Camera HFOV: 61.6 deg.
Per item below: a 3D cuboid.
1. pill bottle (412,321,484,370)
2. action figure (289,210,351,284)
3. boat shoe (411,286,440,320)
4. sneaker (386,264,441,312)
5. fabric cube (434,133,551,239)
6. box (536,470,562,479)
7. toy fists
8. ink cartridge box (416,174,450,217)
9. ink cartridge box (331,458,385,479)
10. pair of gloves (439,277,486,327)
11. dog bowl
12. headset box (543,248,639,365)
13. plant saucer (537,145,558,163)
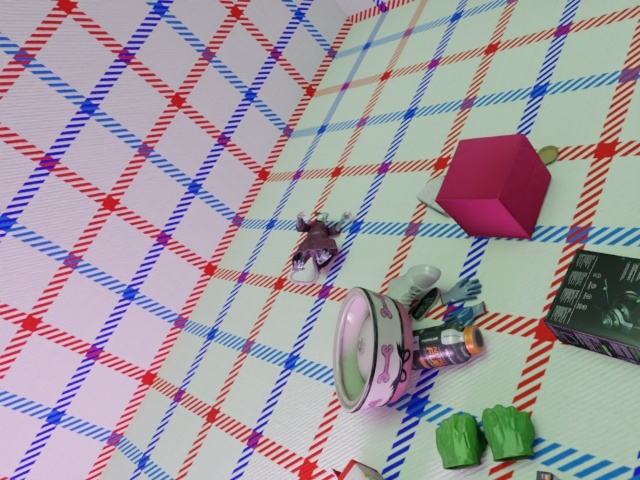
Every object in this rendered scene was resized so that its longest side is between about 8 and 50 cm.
[{"bbox_3d":[0.390,0.333,1.710,0.245,0.130,0.130,-20,44,36],"label":"pill bottle"},{"bbox_3d":[0.000,0.000,2.468,0.370,0.248,0.276,-83,2,-55],"label":"action figure"},{"bbox_3d":[0.375,0.222,1.908,0.142,0.040,0.049,-54,35,-5],"label":"boat shoe"},{"bbox_3d":[0.316,0.198,1.892,0.292,0.108,0.169,-45,22,60],"label":"sneaker"},{"bbox_3d":[0.597,-0.178,1.845,0.254,0.259,0.258,3,63,49],"label":"fabric cube"},{"bbox_3d":[0.539,0.662,1.256,0.036,0.114,0.207,-13,49,42],"label":"box"},{"bbox_3d":[0.451,0.542,1.485,0.279,0.096,0.142,-24,52,30],"label":"toy fists"},{"bbox_3d":[0.520,-0.218,2.145,0.232,0.066,0.189,-53,34,4],"label":"ink cartridge box"},{"bbox_3d":[0.146,0.740,1.601,0.078,0.134,0.231,-54,35,-3],"label":"ink cartridge box"},{"bbox_3d":[0.480,0.219,1.812,0.159,0.023,0.198,-31,38,28],"label":"pair of gloves"},{"bbox_3d":[0.170,0.361,1.776,0.408,0.150,0.408,-173,90,-75],"label":"dog bowl"},{"bbox_3d":[0.787,0.174,1.415,0.283,0.131,0.246,11,67,52],"label":"headset box"},{"bbox_3d":[0.814,-0.304,1.928,0.083,0.015,0.083,-28,41,28],"label":"plant saucer"}]
